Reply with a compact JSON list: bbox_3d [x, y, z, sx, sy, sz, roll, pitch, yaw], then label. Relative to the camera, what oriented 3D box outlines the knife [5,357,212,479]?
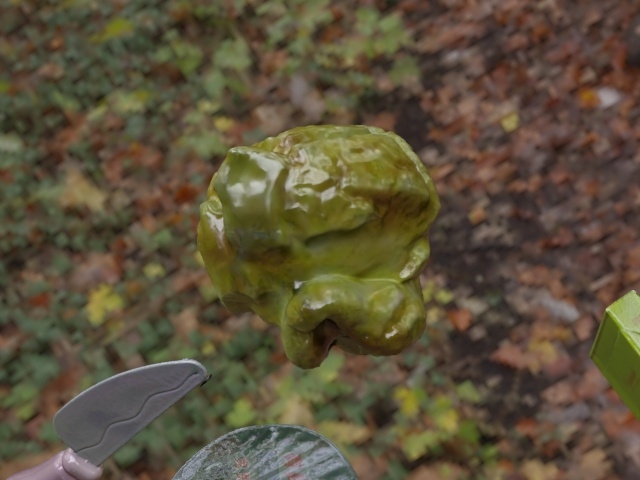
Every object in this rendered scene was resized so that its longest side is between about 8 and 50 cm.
[{"bbox_3d":[-0.210,0.179,1.563,0.336,0.081,0.043,-45,19,39],"label":"knife"}]

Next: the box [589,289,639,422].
[{"bbox_3d":[0.423,0.222,1.904,0.047,0.335,0.187,-34,-18,-9],"label":"box"}]

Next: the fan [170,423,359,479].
[{"bbox_3d":[-0.080,0.287,1.549,0.294,0.223,0.012,-28,-31,-21],"label":"fan"}]

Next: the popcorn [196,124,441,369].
[{"bbox_3d":[-0.002,0.005,1.823,0.276,0.276,0.225,-20,-1,35],"label":"popcorn"}]
